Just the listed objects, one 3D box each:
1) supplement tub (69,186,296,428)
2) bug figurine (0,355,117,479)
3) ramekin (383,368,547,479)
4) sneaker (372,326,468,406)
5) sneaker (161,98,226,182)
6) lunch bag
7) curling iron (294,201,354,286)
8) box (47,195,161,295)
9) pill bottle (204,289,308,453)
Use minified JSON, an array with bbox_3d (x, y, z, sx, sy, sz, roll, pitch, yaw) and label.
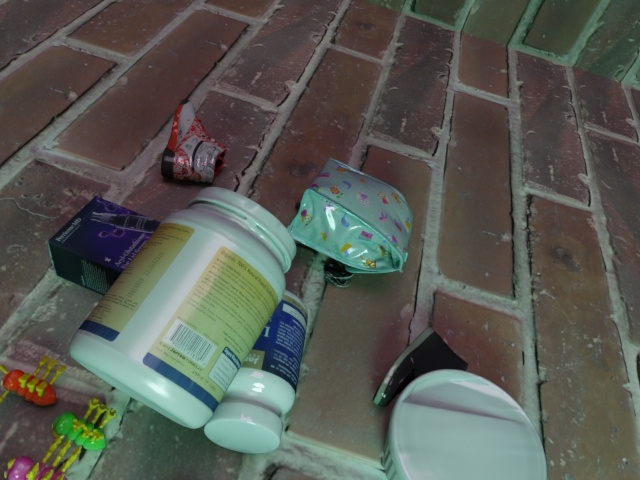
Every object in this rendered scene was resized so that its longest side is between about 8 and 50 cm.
[{"bbox_3d":[-0.195,0.096,0.813,0.228,0.228,0.316,27,63,9],"label":"supplement tub"},{"bbox_3d":[-0.437,0.284,0.780,0.216,0.072,0.279,31,9,-5],"label":"bug figurine"},{"bbox_3d":[0.234,0.371,0.909,0.273,0.127,0.272,8,47,-8],"label":"ramekin"},{"bbox_3d":[0.202,0.267,1.027,0.118,0.083,0.222,38,48,19],"label":"sneaker"},{"bbox_3d":[-0.314,-0.254,1.363,0.145,0.090,0.270,9,50,-9],"label":"sneaker"},{"bbox_3d":[0.086,-0.047,1.205,0.262,0.160,0.223,28,32,-1],"label":"lunch bag"},{"bbox_3d":[0.000,0.000,1.250,0.068,0.035,0.274,-10,52,-24],"label":"curling iron"},{"bbox_3d":[-0.406,0.025,1.061,0.207,0.108,0.153,21,47,4],"label":"box"},{"bbox_3d":[-0.111,0.222,0.931,0.153,0.153,0.264,12,46,-5],"label":"pill bottle"}]
